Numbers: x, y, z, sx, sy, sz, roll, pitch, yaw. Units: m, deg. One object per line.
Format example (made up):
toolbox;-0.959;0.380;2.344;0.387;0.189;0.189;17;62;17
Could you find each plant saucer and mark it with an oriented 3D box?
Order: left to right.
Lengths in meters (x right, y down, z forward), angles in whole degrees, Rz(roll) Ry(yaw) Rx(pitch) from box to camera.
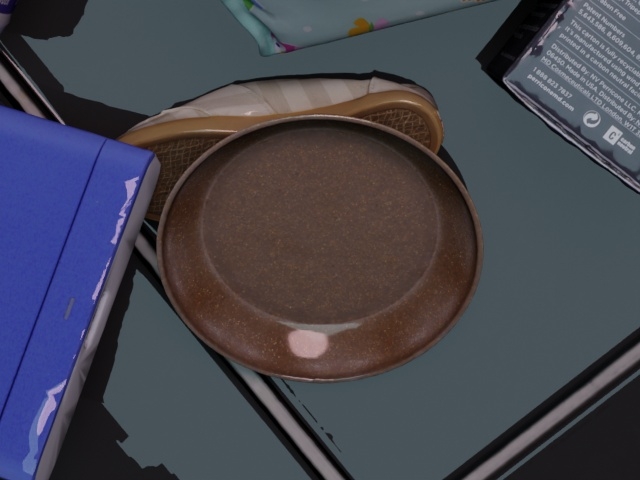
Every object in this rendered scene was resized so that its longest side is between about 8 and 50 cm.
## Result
plant saucer;0.000;0.000;1.163;0.198;0.036;0.199;1;124;1

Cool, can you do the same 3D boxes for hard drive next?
hard drive;-0.280;0.001;1.143;0.318;0.040;0.210;17;79;10

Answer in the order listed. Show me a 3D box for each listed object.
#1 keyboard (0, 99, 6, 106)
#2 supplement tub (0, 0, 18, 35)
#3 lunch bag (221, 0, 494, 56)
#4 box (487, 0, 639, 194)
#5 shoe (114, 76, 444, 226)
keyboard;-0.247;0.000;1.208;0.108;0.023;0.180;-4;96;3
supplement tub;-0.225;-0.296;1.059;0.241;0.241;0.331;27;98;-2
lunch bag;0.039;-0.259;1.070;0.223;0.160;0.262;-13;58;21
box;0.203;-0.144;1.109;0.108;0.153;0.207;38;98;-3
shoe;-0.031;-0.060;1.181;0.219;0.058;0.077;-8;124;7
